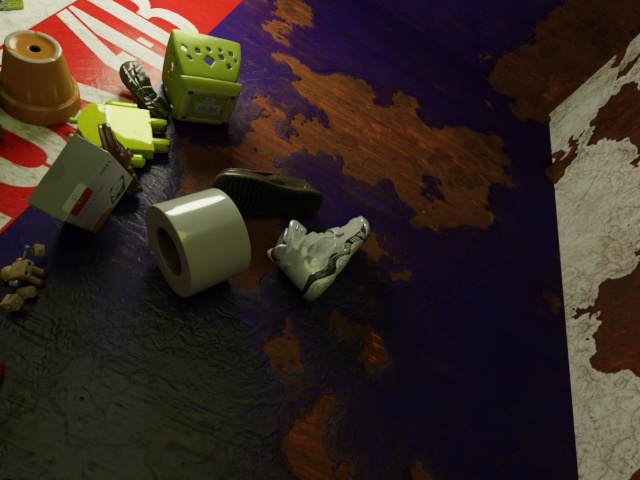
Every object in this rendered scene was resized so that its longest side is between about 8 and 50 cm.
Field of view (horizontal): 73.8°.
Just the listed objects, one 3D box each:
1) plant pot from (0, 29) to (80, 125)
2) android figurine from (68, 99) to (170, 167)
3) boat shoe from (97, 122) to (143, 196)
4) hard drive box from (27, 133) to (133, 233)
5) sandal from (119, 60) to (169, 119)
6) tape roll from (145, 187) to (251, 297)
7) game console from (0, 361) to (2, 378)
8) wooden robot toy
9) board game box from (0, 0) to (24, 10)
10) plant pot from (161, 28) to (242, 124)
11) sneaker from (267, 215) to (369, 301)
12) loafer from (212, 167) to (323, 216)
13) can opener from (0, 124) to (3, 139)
[{"bbox_3d":[-0.787,-0.460,1.183,0.205,0.188,0.205,13,55,-20],"label":"plant pot"},{"bbox_3d":[-0.599,-0.325,1.279,0.273,0.056,0.248,-4,62,-30],"label":"android figurine"},{"bbox_3d":[-0.556,-0.226,1.187,0.073,0.073,0.207,-19,105,-22],"label":"boat shoe"},{"bbox_3d":[-0.562,-0.124,1.022,0.089,0.232,0.181,30,80,-7],"label":"hard drive box"},{"bbox_3d":[-0.578,-0.483,1.396,0.090,0.060,0.219,-43,99,-33],"label":"sandal"},{"bbox_3d":[-0.314,0.003,1.094,0.169,0.246,0.246,-23,72,-36],"label":"tape roll"},{"bbox_3d":[-0.865,0.219,0.802,0.342,0.060,0.386,-34,78,-32],"label":"game console"},{"bbox_3d":[-0.693,0.086,0.977,0.079,0.076,0.173,-9,58,8],"label":"wooden robot toy"},{"bbox_3d":[-1.135,-0.785,1.304,0.317,0.046,0.213,-31,78,-38],"label":"board game box"},{"bbox_3d":[-0.388,-0.518,1.412,0.228,0.227,0.207,-2,68,-29],"label":"plant pot"},{"bbox_3d":[0.000,0.000,1.326,0.210,0.137,0.366,41,54,-2],"label":"sneaker"},{"bbox_3d":[-0.172,-0.156,1.365,0.366,0.134,0.130,9,32,-34],"label":"loafer"},{"bbox_3d":[-0.940,-0.233,1.047,0.280,0.074,0.093,-29,110,-35],"label":"can opener"}]
